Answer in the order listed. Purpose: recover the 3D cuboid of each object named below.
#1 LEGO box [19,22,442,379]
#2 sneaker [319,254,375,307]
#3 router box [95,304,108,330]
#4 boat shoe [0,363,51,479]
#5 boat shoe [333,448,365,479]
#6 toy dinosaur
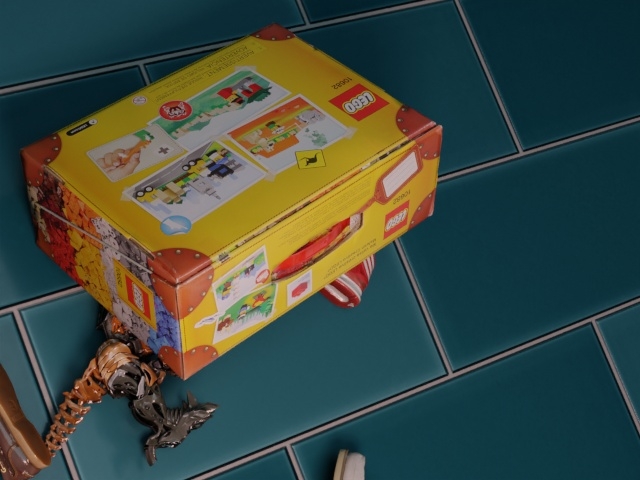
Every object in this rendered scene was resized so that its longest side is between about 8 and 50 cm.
[{"bbox_3d":[-0.127,-0.083,1.805,0.500,0.193,0.372,-32,53,-30],"label":"LEGO box"},{"bbox_3d":[0.000,0.000,2.012,0.221,0.087,0.128,46,51,-19],"label":"sneaker"},{"bbox_3d":[-0.275,0.103,1.858,0.122,0.038,0.092,15,68,-21],"label":"router box"},{"bbox_3d":[-0.459,0.245,1.704,0.073,0.073,0.207,-31,80,10],"label":"boat shoe"},{"bbox_3d":[0.062,0.460,1.826,0.103,0.113,0.302,1,57,4],"label":"boat shoe"},{"bbox_3d":[-0.264,0.204,1.783,0.322,0.164,0.218,-41,86,6],"label":"toy dinosaur"}]
